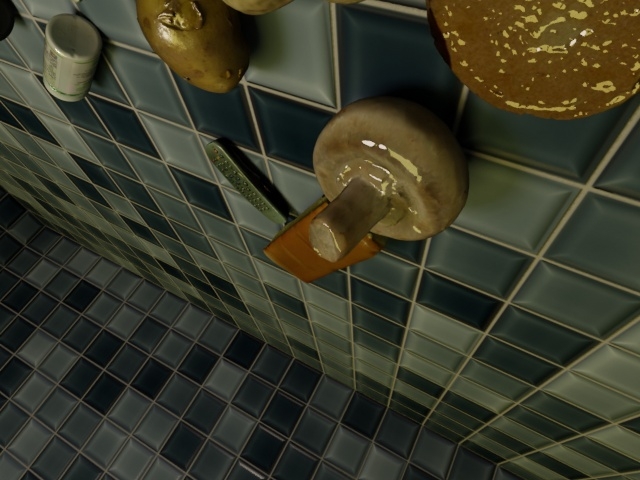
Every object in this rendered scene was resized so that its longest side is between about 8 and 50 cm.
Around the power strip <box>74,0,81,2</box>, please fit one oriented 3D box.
[{"bbox_3d":[-0.419,-0.415,0.685,0.090,0.016,0.040,30,155,6],"label":"power strip"}]

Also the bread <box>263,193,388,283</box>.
[{"bbox_3d":[0.000,0.000,0.886,0.138,0.077,0.361,38,154,-11],"label":"bread"}]

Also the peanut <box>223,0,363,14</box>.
[{"bbox_3d":[-0.015,-0.269,0.389,0.256,0.124,0.124,9,146,43],"label":"peanut"}]

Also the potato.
[{"bbox_3d":[-0.156,-0.265,0.538,0.137,0.137,0.176,20,149,23],"label":"potato"}]

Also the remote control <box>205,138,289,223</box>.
[{"bbox_3d":[-0.145,-0.117,0.880,0.072,0.042,0.222,-6,134,51],"label":"remote control"}]

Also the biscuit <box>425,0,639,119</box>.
[{"bbox_3d":[0.194,-0.200,0.360,0.225,0.042,0.226,25,152,15],"label":"biscuit"}]

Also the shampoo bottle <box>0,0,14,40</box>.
[{"bbox_3d":[-0.732,-0.474,0.827,0.283,0.101,0.101,25,153,13],"label":"shampoo bottle"}]

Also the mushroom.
[{"bbox_3d":[0.069,-0.064,0.544,0.207,0.215,0.207,32,153,18],"label":"mushroom"}]

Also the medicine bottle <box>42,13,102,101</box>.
[{"bbox_3d":[-0.464,-0.333,0.799,0.086,0.086,0.183,43,152,-22],"label":"medicine bottle"}]
